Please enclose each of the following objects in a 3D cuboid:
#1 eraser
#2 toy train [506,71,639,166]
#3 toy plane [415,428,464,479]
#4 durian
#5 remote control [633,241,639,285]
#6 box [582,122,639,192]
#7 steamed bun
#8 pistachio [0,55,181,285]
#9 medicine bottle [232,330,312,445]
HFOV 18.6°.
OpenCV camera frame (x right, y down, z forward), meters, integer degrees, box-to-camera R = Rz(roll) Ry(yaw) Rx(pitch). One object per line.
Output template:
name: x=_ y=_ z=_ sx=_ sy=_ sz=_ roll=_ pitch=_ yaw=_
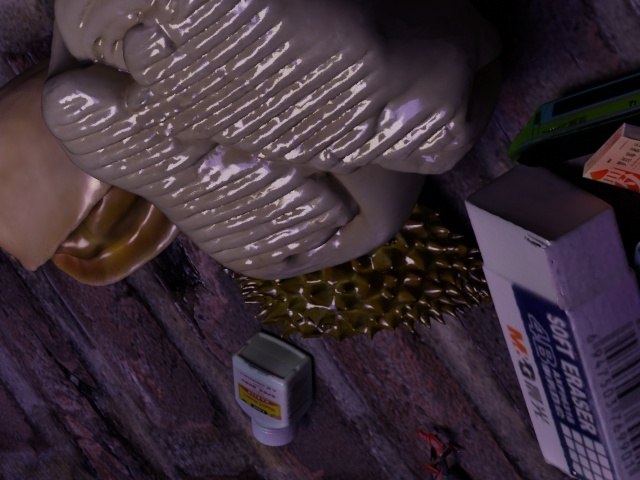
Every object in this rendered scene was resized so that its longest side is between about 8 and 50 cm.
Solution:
eraser: x=0.220 y=0.081 z=1.663 sx=0.130 sy=0.086 sz=0.287 roll=33 pitch=149 yaw=53
toy train: x=0.227 y=-0.101 z=1.537 sx=0.044 sy=0.042 sz=0.209 roll=23 pitch=157 yaw=-32
toy plane: x=0.130 y=0.248 z=1.997 sx=0.060 sy=0.037 sz=0.145 roll=28 pitch=147 yaw=40
durian: x=0.000 y=0.000 z=1.813 sx=0.306 sy=0.166 sz=0.172 roll=1 pitch=96 yaw=38
remote control: x=0.336 y=0.000 z=1.521 sx=0.104 sy=0.052 sz=0.247 roll=49 pitch=146 yaw=-2
box: x=0.249 y=-0.064 z=1.540 sx=0.058 sy=0.015 sz=0.093 roll=13 pitch=159 yaw=-8
steamed bun: x=-0.045 y=-0.173 z=1.570 sx=0.368 sy=0.255 sz=0.342 roll=32 pitch=135 yaw=-32
pistachio: x=-0.221 y=-0.076 z=1.878 sx=0.321 sy=0.229 sz=0.238 roll=-16 pitch=69 yaw=52
medicine bottle: x=-0.050 y=0.162 z=2.078 sx=0.074 sy=0.055 sz=0.118 roll=26 pitch=141 yaw=24
